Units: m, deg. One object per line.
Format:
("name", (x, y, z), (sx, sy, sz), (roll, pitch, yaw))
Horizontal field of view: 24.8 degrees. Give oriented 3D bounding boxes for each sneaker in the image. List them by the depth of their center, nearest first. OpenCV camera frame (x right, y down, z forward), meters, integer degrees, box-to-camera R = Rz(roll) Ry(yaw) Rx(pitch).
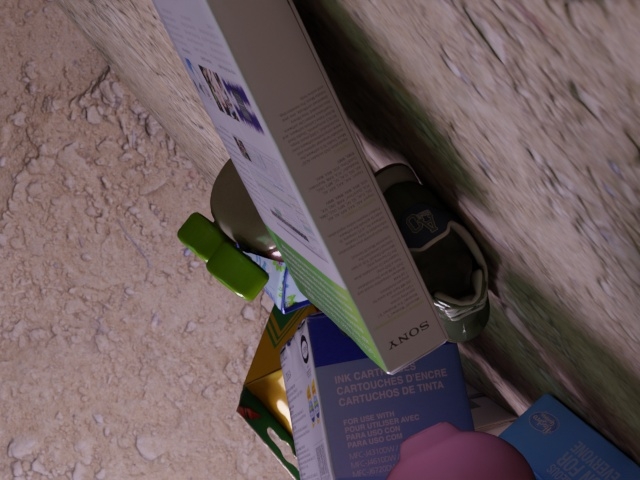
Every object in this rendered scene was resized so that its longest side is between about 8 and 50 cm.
("sneaker", (0.093, 0.031, 1.090), (0.086, 0.064, 0.192), (51, 175, 47))

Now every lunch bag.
("lunch bag", (-0.037, -0.014, 1.749), (0.129, 0.096, 0.151), (44, 144, 42))

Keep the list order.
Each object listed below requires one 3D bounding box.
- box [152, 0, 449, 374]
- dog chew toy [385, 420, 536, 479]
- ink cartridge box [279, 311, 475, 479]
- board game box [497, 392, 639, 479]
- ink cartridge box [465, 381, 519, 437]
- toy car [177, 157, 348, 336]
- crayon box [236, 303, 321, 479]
("box", (-0.030, -0.079, 1.047), (0.322, 0.058, 0.232), (65, 170, -19))
("dog chew toy", (0.153, 0.301, 1.145), (0.206, 0.206, 0.332), (93, 152, -83))
("ink cartridge box", (0.060, 0.212, 1.453), (0.270, 0.151, 0.396), (122, 137, -76))
("board game box", (0.304, 0.298, 1.252), (0.316, 0.064, 0.242), (52, 174, -28))
("ink cartridge box", (0.158, 0.283, 1.730), (0.273, 0.114, 0.198), (-150, 46, -75))
("toy car", (0.000, 0.000, 1.293), (0.188, 0.155, 0.149), (38, -178, -32))
("crayon box", (0.011, 0.180, 1.913), (0.202, 0.081, 0.318), (51, -150, -22))
